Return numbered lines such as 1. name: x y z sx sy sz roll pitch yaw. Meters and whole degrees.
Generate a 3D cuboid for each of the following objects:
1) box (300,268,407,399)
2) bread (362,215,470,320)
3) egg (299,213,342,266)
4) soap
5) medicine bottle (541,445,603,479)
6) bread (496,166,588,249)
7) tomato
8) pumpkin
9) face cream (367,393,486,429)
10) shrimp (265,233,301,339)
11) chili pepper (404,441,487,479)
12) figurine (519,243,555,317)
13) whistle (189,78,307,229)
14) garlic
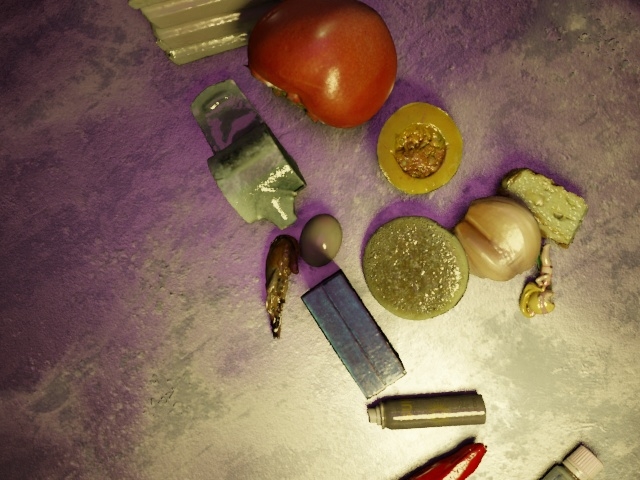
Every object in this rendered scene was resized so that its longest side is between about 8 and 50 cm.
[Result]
1. box: 0.075 0.201 1.417 0.116 0.279 0.261 -35 87 3
2. bread: 0.224 0.069 1.488 0.266 0.040 0.267 4 100 22
3. egg: 0.000 0.000 1.512 0.103 0.103 0.135 19 90 3
4. soap: -0.210 -0.621 1.434 0.435 0.350 0.213 -15 80 0
5. medicine bottle: 0.584 0.585 1.481 0.083 0.083 0.203 43 91 3
6. bread: 0.537 -0.087 1.505 0.232 0.088 0.128 31 100 -3
7. tomato: 0.010 -0.422 1.416 0.341 0.341 0.273 36 96 3
8. pumpkin: 0.231 -0.217 1.517 0.217 0.110 0.218 0 90 -10
9. face cream: 0.257 0.419 1.505 0.283 0.073 0.073 -4 88 3
10. shrimp: -0.102 0.115 1.510 0.066 0.117 0.262 2 87 -30
11. chili pepper: 0.246 0.610 1.485 0.387 0.110 0.110 -36 87 0
12. figurine: 0.536 0.099 1.507 0.083 0.083 0.188 4 95 3
13. whistle: -0.176 -0.212 1.515 0.168 0.188 0.405 -33 54 6
14. garlic: 0.420 0.008 1.471 0.228 0.110 0.217 34 116 -6
